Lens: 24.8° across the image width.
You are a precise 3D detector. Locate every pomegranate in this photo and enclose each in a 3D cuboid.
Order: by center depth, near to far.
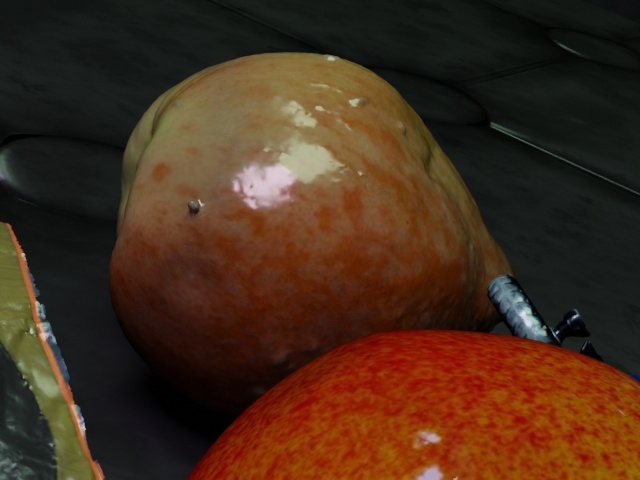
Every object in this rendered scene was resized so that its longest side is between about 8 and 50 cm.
[{"bbox_3d":[0.054,0.147,0.486,0.221,0.220,0.256,4,31,-28],"label":"pomegranate"}]

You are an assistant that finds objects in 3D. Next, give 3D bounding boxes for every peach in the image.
[{"bbox_3d":[0.000,0.000,0.788,0.233,0.232,0.232,14,23,-6],"label":"peach"}]

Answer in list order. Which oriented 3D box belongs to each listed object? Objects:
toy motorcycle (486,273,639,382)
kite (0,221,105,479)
[{"bbox_3d":[0.173,0.143,0.676,0.169,0.113,0.315,52,4,-44],"label":"toy motorcycle"},{"bbox_3d":[-0.251,0.057,0.622,0.328,0.013,0.377,33,33,7],"label":"kite"}]
